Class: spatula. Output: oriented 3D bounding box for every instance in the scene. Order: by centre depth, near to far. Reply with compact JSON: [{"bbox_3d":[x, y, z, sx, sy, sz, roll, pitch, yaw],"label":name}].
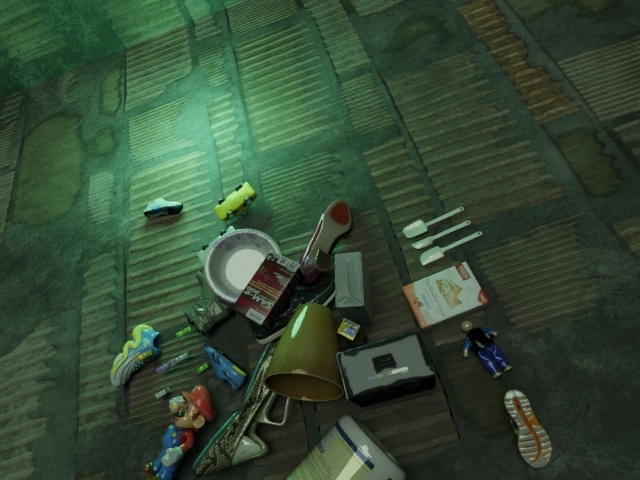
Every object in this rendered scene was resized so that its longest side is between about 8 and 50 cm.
[{"bbox_3d":[0.443,-0.028,1.505,0.242,0.019,0.168,-25,59,2],"label":"spatula"}]

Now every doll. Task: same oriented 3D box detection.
[{"bbox_3d":[0.503,0.332,1.289,0.129,0.046,0.188,-30,60,-2],"label":"doll"}]

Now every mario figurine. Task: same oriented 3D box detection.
[{"bbox_3d":[-0.479,0.618,1.345,0.198,0.170,0.320,21,72,26],"label":"mario figurine"}]

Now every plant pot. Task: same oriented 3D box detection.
[{"bbox_3d":[-0.033,0.332,1.278,0.238,0.237,0.254,-2,52,15],"label":"plant pot"}]

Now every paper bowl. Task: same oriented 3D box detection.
[{"bbox_3d":[-0.275,0.111,1.534,0.285,0.148,0.283,1,69,-3],"label":"paper bowl"}]

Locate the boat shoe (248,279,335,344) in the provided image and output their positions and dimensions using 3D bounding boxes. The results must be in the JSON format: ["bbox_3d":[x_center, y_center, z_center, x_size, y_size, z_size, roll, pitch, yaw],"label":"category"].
[{"bbox_3d":[-0.100,0.222,1.446,0.340,0.113,0.127,-32,17,-1],"label":"boat shoe"}]

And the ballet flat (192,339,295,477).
[{"bbox_3d":[-0.200,0.556,1.313,0.182,0.164,0.482,27,70,16],"label":"ballet flat"}]

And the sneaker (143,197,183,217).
[{"bbox_3d":[-0.706,-0.160,1.862,0.191,0.071,0.082,-6,57,12],"label":"sneaker"}]

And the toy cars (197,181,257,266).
[{"bbox_3d":[-0.370,-0.057,1.710,0.177,0.087,0.392,6,69,24],"label":"toy cars"}]

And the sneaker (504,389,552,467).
[{"bbox_3d":[0.577,0.520,1.158,0.084,0.083,0.214,-17,78,12],"label":"sneaker"}]

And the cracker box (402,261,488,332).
[{"bbox_3d":[0.411,0.188,1.375,0.233,0.067,0.155,-23,61,2],"label":"cracker box"}]

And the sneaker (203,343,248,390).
[{"bbox_3d":[-0.351,0.444,1.454,0.210,0.069,0.082,30,79,26],"label":"sneaker"}]

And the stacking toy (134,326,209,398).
[{"bbox_3d":[-0.529,0.437,1.481,0.221,0.052,0.166,-31,83,-2],"label":"stacking toy"}]

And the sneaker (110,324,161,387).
[{"bbox_3d":[-0.676,0.433,1.536,0.126,0.091,0.239,8,65,18],"label":"sneaker"}]

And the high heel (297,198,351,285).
[{"bbox_3d":[0.000,0.000,1.580,0.127,0.181,0.377,38,50,-13],"label":"high heel"}]

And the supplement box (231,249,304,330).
[{"bbox_3d":[-0.173,0.165,1.390,0.130,0.073,0.239,24,70,21],"label":"supplement box"}]

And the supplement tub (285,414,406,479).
[{"bbox_3d":[0.048,0.677,1.129,0.325,0.235,0.235,-45,61,-10],"label":"supplement tub"}]

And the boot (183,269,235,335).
[{"bbox_3d":[-0.450,0.229,1.560,0.161,0.083,0.246,-33,60,-21],"label":"boot"}]

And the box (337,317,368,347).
[{"bbox_3d":[0.107,0.308,1.339,0.059,0.169,0.054,22,72,25],"label":"box"}]

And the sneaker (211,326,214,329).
[{"bbox_3d":[-0.426,0.306,1.570,0.035,0.031,0.083,-23,63,-13],"label":"sneaker"}]

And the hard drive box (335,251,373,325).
[{"bbox_3d":[0.115,0.168,1.372,0.089,0.232,0.180,-6,62,13],"label":"hard drive box"}]

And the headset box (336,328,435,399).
[{"bbox_3d":[0.198,0.383,1.211,0.247,0.283,0.131,-18,61,7],"label":"headset box"}]
